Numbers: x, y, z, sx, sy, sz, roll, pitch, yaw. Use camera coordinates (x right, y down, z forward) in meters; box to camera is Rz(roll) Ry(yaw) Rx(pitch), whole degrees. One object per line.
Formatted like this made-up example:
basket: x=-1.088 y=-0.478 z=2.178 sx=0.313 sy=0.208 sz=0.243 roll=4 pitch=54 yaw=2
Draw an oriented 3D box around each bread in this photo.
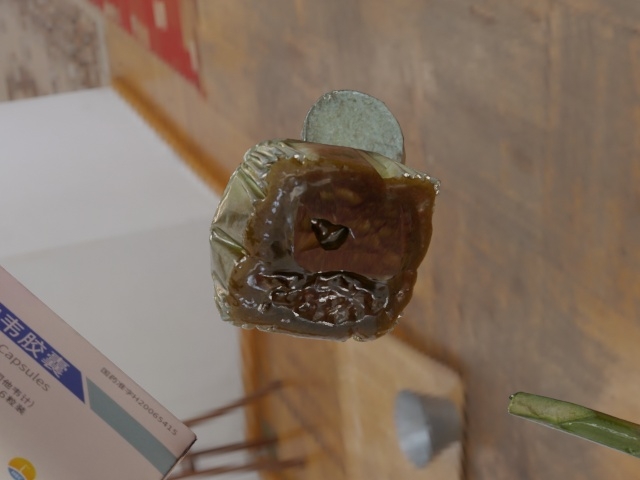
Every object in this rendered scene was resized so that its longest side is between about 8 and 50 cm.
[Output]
bread: x=0.002 y=0.001 z=1.550 sx=0.110 sy=0.210 sz=0.192 roll=38 pitch=115 yaw=60

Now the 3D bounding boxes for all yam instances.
yam: x=0.042 y=-0.071 z=2.018 sx=0.330 sy=0.133 sz=0.133 roll=89 pitch=164 yaw=-68

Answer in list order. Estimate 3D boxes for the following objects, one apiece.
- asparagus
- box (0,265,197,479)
asparagus: x=0.310 y=0.215 z=1.852 sx=0.045 sy=0.178 sz=0.041 roll=-82 pitch=10 yaw=-83
box: x=-0.279 y=0.113 z=1.267 sx=0.343 sy=0.200 sz=0.065 roll=41 pitch=122 yaw=0
